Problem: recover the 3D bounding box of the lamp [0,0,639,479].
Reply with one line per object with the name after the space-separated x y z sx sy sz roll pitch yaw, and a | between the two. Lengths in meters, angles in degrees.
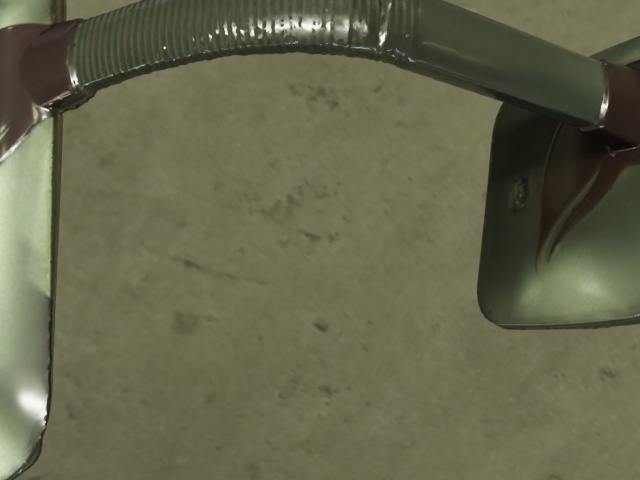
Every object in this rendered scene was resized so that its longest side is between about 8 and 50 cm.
0.000 -0.002 0.460 0.283 0.124 0.203 9 76 -17 | lamp
